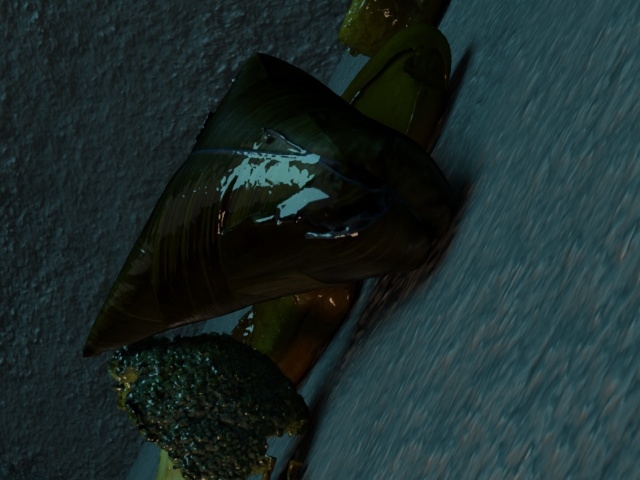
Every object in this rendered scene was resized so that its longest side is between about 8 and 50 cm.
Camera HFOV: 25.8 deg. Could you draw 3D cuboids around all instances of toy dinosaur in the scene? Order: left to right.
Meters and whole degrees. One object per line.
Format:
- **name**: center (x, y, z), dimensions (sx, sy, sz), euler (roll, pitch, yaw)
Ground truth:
- **toy dinosaur**: center (-0.055, 0.301, 1.564), dimensions (0.162, 0.039, 0.126), euler (54, -126, -80)

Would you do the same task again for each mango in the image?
- **mango**: center (0.081, -0.155, 1.771), dimensions (0.262, 0.130, 0.167), euler (-58, 4, 8)

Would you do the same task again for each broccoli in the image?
- **broccoli**: center (-0.141, 0.294, 1.683), dimensions (0.221, 0.252, 0.361), euler (-29, -63, -50)

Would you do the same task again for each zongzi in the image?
- **zongzi**: center (-0.078, 0.028, 1.526), dimensions (0.432, 0.208, 0.403), euler (-50, 29, -1)

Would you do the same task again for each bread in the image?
- **bread**: center (-0.057, 0.109, 1.905), dimensions (0.185, 0.109, 0.380), euler (-80, 17, -44)
- **bread**: center (0.120, -0.382, 2.213), dimensions (0.139, 0.143, 0.229), euler (-89, 23, -76)
